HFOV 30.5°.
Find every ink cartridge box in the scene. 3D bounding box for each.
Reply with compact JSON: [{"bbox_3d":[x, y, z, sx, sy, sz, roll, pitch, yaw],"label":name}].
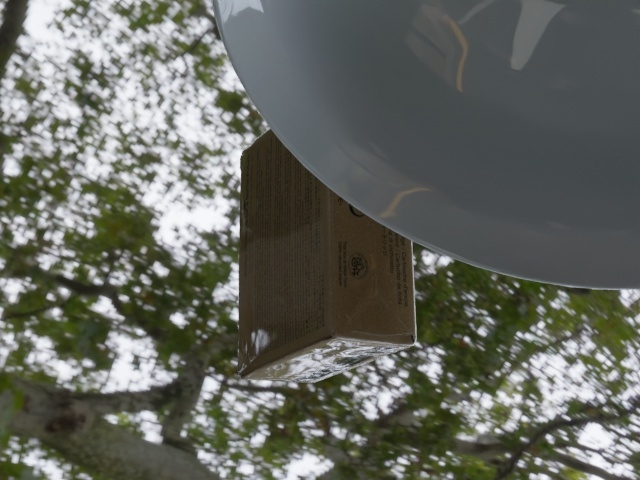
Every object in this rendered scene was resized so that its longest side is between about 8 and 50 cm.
[{"bbox_3d":[0.000,0.000,1.076,0.193,0.088,0.235,-30,-124,58],"label":"ink cartridge box"}]

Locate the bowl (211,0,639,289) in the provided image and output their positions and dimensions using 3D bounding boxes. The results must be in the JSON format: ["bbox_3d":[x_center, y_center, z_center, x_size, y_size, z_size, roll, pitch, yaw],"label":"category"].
[{"bbox_3d":[0.112,-0.122,0.500,0.297,0.298,0.134,-1,-133,26],"label":"bowl"}]
